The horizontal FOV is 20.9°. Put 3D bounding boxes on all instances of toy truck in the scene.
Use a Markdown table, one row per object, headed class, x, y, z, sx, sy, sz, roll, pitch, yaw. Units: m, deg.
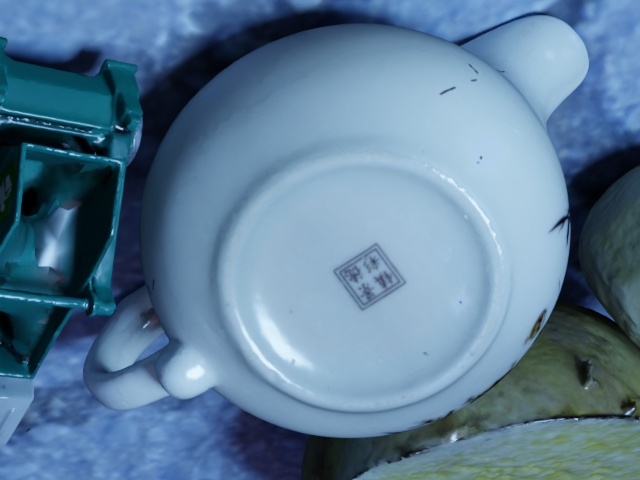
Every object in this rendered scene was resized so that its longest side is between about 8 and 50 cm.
| class | x | y | z | sx | sy | sz | roll | pitch | yaw |
| --- | --- | --- | --- | --- | --- | --- | --- | --- | --- |
| toy truck | -0.158 | 0.014 | 0.816 | 0.110 | 0.116 | 0.216 | 10 | 131 | -33 |

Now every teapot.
| class | x | y | z | sx | sy | sz | roll | pitch | yaw |
| --- | --- | --- | --- | --- | --- | --- | --- | --- | --- |
| teapot | 0.000 | 0.000 | 0.867 | 0.299 | 0.166 | 0.208 | -26 | 124 | 20 |

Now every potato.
| class | x | y | z | sx | sy | sz | roll | pitch | yaw |
| --- | --- | --- | --- | --- | --- | --- | --- | --- | --- |
| potato | 0.099 | 0.110 | 1.047 | 0.239 | 0.116 | 0.299 | -23 | 153 | 16 |

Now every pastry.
| class | x | y | z | sx | sy | sz | roll | pitch | yaw |
| --- | --- | --- | --- | --- | --- | --- | --- | --- | --- |
| pastry | 0.215 | 0.026 | 0.973 | 0.156 | 0.156 | 0.092 | 24 | 115 | -41 |
